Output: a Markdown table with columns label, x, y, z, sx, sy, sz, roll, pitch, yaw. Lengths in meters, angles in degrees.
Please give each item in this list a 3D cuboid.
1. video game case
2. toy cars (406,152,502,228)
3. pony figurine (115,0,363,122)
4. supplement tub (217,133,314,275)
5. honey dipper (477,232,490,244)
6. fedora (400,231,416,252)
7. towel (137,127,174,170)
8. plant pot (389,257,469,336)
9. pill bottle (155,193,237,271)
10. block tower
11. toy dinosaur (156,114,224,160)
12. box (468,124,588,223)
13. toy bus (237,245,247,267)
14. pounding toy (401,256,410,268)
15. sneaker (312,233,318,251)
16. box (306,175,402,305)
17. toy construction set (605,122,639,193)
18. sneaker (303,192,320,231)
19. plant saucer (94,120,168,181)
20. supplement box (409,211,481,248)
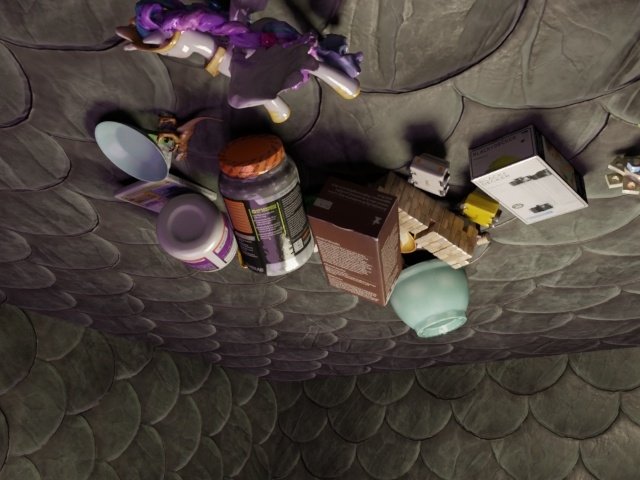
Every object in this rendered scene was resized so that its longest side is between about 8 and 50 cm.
| label | x | y | z | sx | sy | sz | roll | pitch | yaw |
| --- | --- | --- | --- | --- | --- | --- | --- | --- | --- |
| video game case | -0.436 | -0.128 | 1.571 | 0.212 | 0.023 | 0.193 | -14 | 158 | 34 |
| toy cars | 0.349 | -0.135 | 1.403 | 0.393 | 0.087 | 0.176 | 26 | 177 | -35 |
| pony figurine | -0.097 | -0.321 | 0.916 | 0.351 | 0.303 | 0.363 | -7 | 169 | 40 |
| supplement tub | -0.134 | -0.086 | 1.360 | 0.193 | 0.193 | 0.316 | -2 | 129 | 12 |
| honey dipper | 0.461 | 0.011 | 1.767 | 0.030 | 0.030 | 0.160 | 24 | 149 | -37 |
| fedora | 0.186 | -0.002 | 1.640 | 0.194 | 0.079 | 0.194 | 33 | 160 | 14 |
| towel | -0.429 | -0.224 | 1.398 | 0.113 | 0.023 | 0.152 | 11 | 154 | -16 |
| plant pot | 0.387 | 0.213 | 1.919 | 0.293 | 0.196 | 0.293 | -13 | 153 | -7 |
| pill bottle | -0.344 | -0.010 | 1.614 | 0.181 | 0.181 | 0.323 | 3 | 168 | 2 |
| block tower | 0.270 | -0.055 | 1.484 | 0.335 | 0.097 | 0.091 | 31 | 150 | -16 |
| toy dinosaur | -0.316 | -0.258 | 1.291 | 0.112 | 0.064 | 0.211 | 4 | 159 | -31 |
| box | 0.506 | -0.150 | 1.354 | 0.169 | 0.087 | 0.290 | -19 | 146 | 39 |
| toy bus | -0.119 | 0.020 | 1.752 | 0.220 | 0.149 | 0.211 | -10 | 165 | 21 |
| pounding toy | 0.208 | 0.138 | 1.977 | 0.237 | 0.110 | 0.183 | -11 | 151 | 28 |
| sneaker | 0.000 | 0.000 | 1.778 | 0.061 | 0.054 | 0.152 | -11 | 171 | -1 |
| box | 0.102 | 0.013 | 1.486 | 0.191 | 0.143 | 0.381 | 20 | 156 | 20 |
| toy construction set | 0.742 | -0.187 | 1.170 | 0.215 | 0.151 | 0.328 | -24 | 160 | 1 |
| sneaker | -0.103 | -0.071 | 1.547 | 0.295 | 0.109 | 0.123 | -6 | 178 | 20 |
| plant saucer | -0.444 | -0.220 | 1.337 | 0.195 | 0.037 | 0.195 | 18 | 146 | 12 |
| supplement box | 0.363 | -0.029 | 1.635 | 0.188 | 0.081 | 0.104 | 3 | 154 | 2 |
